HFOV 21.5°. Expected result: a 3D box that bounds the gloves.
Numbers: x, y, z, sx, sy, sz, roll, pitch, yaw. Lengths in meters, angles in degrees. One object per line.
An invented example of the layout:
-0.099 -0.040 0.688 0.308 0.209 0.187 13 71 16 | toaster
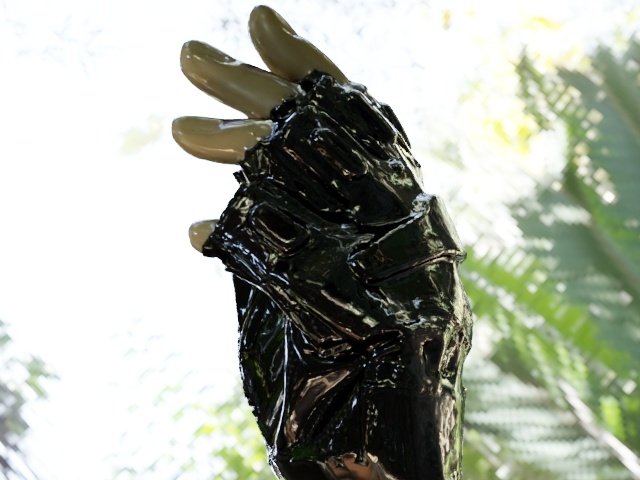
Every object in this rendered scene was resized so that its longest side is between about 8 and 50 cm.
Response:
0.000 0.000 0.708 0.124 0.164 0.203 -4 -89 -15 | gloves
